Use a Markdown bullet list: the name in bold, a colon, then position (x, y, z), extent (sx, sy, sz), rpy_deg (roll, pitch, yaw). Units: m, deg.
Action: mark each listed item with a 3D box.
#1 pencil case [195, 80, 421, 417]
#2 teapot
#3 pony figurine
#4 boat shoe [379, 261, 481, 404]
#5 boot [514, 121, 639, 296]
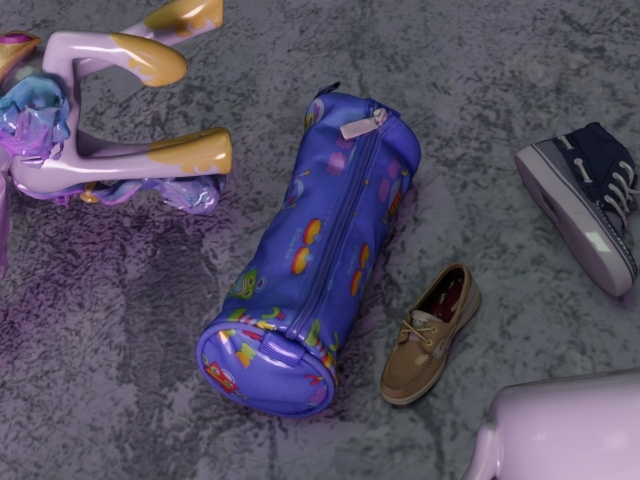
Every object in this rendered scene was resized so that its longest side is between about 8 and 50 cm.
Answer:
- **pencil case**: position (0.000, 0.000, 0.875), extent (0.119, 0.133, 0.306), rpy_deg (24, 55, -2)
- **teapot**: position (0.220, 0.166, 0.594), extent (0.256, 0.252, 0.187), rpy_deg (-14, 79, 38)
- **pony figurine**: position (-0.271, -0.094, 0.958), extent (0.363, 0.351, 0.303), rpy_deg (-5, 48, -9)
- **boat shoe**: position (0.087, 0.073, 0.831), extent (0.050, 0.045, 0.135), rpy_deg (15, 55, 31)
- **boot**: position (0.242, -0.037, 0.856), extent (0.086, 0.069, 0.190), rpy_deg (-25, 43, 2)
